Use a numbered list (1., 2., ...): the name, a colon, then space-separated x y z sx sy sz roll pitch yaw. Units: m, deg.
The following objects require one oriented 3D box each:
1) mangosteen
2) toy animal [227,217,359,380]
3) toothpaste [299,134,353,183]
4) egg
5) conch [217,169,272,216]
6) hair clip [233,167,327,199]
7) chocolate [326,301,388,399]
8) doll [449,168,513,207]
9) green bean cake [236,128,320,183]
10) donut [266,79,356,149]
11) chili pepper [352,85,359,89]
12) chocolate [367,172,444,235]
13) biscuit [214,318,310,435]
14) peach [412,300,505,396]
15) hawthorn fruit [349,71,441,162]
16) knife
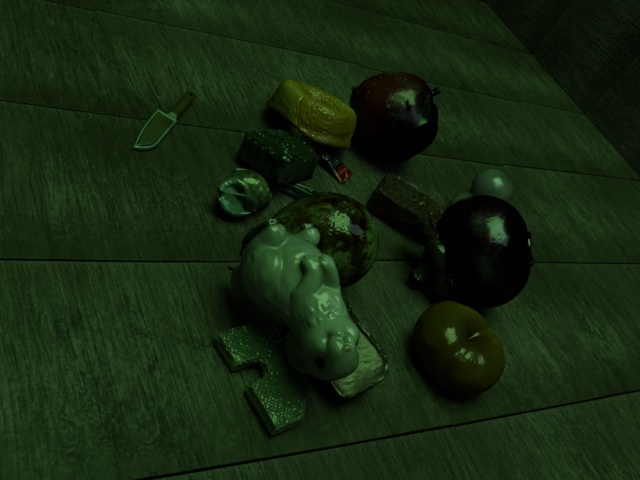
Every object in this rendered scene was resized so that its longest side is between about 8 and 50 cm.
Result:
1. mangosteen: 0.428 0.031 1.989 0.330 0.330 0.330 21 39 -18
2. toy animal: -0.041 0.138 1.499 0.194 0.258 0.357 -3 59 -42
3. toothpaste: 0.017 -0.254 2.198 0.193 0.045 0.071 43 46 4
4. egg: 0.000 0.000 1.738 0.289 0.238 0.238 5 45 -19
5. conch: -0.196 -0.121 1.840 0.173 0.106 0.116 -32 93 -32
6. hair clip: -0.110 -0.147 1.989 0.275 0.048 0.083 20 40 -11
7. chocolate: 0.033 0.243 1.622 0.161 0.083 0.261 -20 60 -28
8. doll: 0.530 -0.114 2.293 0.221 0.221 0.251 23 38 -15
9. green bean cake: -0.114 -0.241 2.002 0.181 0.094 0.173 37 28 27
10. donut: -0.014 -0.398 2.225 0.303 0.110 0.303 24 22 -10
11. chili pepper: 0.182 -0.527 2.629 0.153 0.041 0.050 41 -5 10
12. chocolate: 0.255 -0.098 2.162 0.214 0.093 0.148 34 38 1
13. biscuit: -0.108 0.278 1.503 0.147 0.046 0.250 -8 54 -43
14. peach: 0.346 0.264 1.785 0.251 0.153 0.251 17 47 -19
15. hawthorn fruit: 0.235 -0.395 2.328 0.316 0.316 0.316 21 39 -18
16. knife: -0.424 -0.329 1.955 0.061 0.027 0.343 33 39 -10
